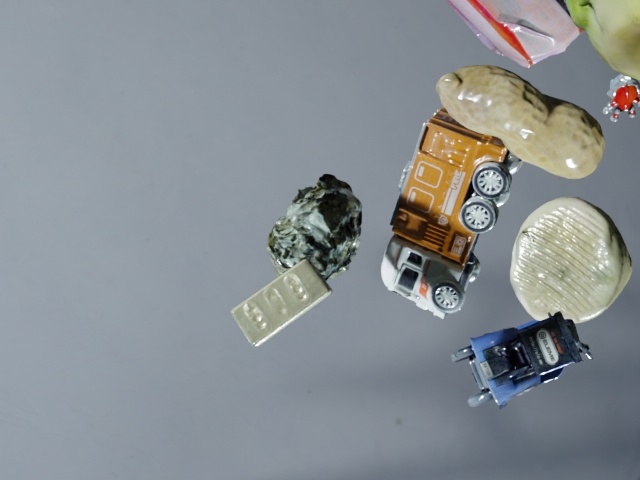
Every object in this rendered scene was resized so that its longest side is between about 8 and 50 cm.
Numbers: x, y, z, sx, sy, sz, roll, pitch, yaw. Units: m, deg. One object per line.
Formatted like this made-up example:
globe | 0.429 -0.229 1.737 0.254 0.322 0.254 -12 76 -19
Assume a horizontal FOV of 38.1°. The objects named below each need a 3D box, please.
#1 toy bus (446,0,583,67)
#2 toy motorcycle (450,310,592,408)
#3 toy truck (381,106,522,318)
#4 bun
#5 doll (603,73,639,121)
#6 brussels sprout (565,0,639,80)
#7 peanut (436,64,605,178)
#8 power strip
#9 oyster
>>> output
toy bus | 0.243 -0.376 1.284 0.302 0.127 0.147 43 93 -18
toy motorcycle | 0.341 0.196 1.545 0.212 0.358 0.125 -23 79 11
toy truck | 0.243 -0.056 1.812 0.206 0.388 0.173 23 28 12
bun | 0.459 0.042 1.699 0.116 0.209 0.237 -12 124 -63
doll | 0.445 -0.217 1.353 0.039 0.057 0.114 -63 153 -23
brussels sprout | 0.277 -0.247 0.594 0.259 0.227 0.295 13 94 -22
peanut | 0.242 -0.144 1.115 0.227 0.104 0.086 26 79 -15
power strip | -0.047 0.076 1.149 0.123 0.032 0.056 -36 82 4
oyster | -0.003 0.000 1.641 0.162 0.158 0.351 40 25 -7
